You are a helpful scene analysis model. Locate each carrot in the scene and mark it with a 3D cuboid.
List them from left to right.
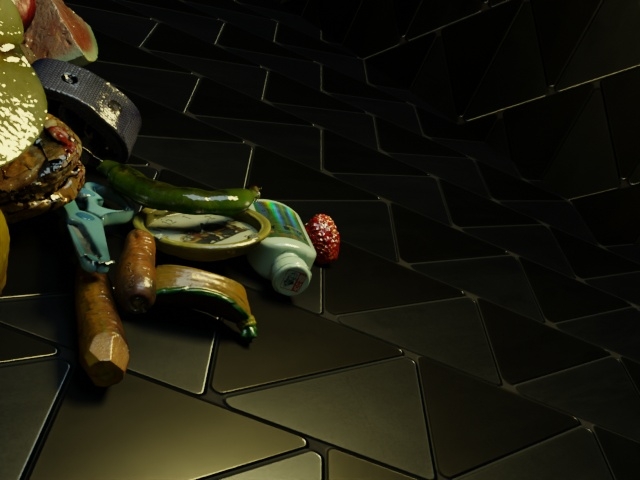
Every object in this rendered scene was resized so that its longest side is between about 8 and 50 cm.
[{"bbox_3d":[-0.307,0.089,1.298,0.066,0.066,0.314,16,23,-24],"label":"carrot"},{"bbox_3d":[-0.263,0.041,1.339,0.060,0.060,0.186,18,24,-20],"label":"carrot"}]

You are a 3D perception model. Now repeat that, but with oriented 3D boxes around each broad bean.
[{"bbox_3d":[-0.240,-0.084,1.614,0.292,0.049,0.144,8,21,-13],"label":"broad bean"}]

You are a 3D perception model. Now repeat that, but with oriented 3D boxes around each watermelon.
[{"bbox_3d":[-0.594,-0.441,2.018,0.256,0.176,0.260,-9,64,-31],"label":"watermelon"}]

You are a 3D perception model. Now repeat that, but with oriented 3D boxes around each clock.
[{"bbox_3d":[-0.200,-0.010,1.594,0.237,0.057,0.237,4,22,-2],"label":"clock"}]

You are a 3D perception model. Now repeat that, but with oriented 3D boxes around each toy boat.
[{"bbox_3d":[-0.195,0.093,1.406,0.229,0.089,0.088,16,64,-24],"label":"toy boat"}]

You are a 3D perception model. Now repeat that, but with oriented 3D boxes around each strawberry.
[{"bbox_3d":[0.000,0.000,1.809,0.083,0.083,0.096,-6,67,-52],"label":"strawberry"}]

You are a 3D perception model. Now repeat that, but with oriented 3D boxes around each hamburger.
[{"bbox_3d":[-0.464,-0.102,1.417,0.231,0.107,0.231,-2,39,2],"label":"hamburger"}]

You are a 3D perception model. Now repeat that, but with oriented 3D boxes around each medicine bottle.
[{"bbox_3d":[-0.075,0.013,1.684,0.121,0.083,0.229,14,26,-23],"label":"medicine bottle"}]

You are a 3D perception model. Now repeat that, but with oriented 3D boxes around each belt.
[{"bbox_3d":[-0.442,-0.221,1.705,0.230,0.139,0.126,32,40,-21],"label":"belt"}]

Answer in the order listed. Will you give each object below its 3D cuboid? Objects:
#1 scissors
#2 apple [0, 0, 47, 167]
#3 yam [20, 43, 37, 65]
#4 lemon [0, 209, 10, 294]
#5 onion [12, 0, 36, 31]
[{"bbox_3d":[-0.361,-0.027,1.456,0.180,0.032,0.393,10,17,-23],"label":"scissors"},{"bbox_3d":[-0.541,-0.245,1.266,0.311,0.320,0.360,23,14,23],"label":"apple"},{"bbox_3d":[-0.601,-0.288,1.716,0.128,0.129,0.238,39,18,-10],"label":"yam"},{"bbox_3d":[-0.492,-0.001,1.071,0.236,0.236,0.263,35,-7,19],"label":"lemon"},{"bbox_3d":[-0.684,-0.423,1.860,0.272,0.272,0.195,-90,159,-67],"label":"onion"}]
